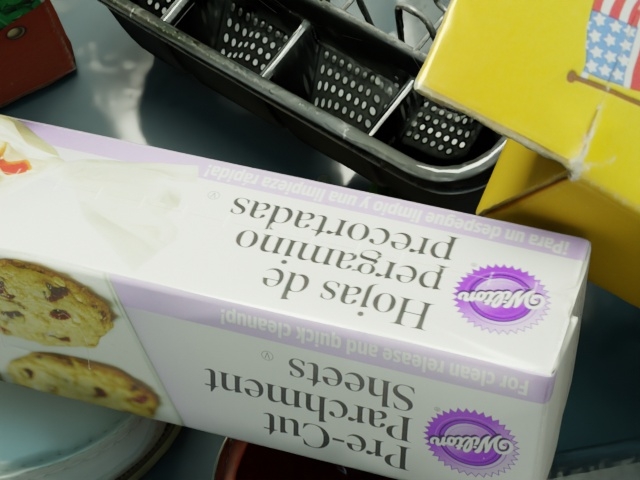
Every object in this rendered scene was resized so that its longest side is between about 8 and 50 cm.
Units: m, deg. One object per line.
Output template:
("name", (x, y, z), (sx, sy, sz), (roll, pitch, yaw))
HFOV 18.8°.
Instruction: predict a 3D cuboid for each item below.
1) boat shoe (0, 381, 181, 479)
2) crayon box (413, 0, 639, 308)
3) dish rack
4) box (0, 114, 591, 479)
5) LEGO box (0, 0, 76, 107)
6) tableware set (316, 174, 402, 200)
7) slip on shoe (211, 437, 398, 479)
("boat shoe", (-0.201, 0.061, 0.700), (0.302, 0.103, 0.113), (-8, 65, 2))
("crayon box", (0.191, -0.050, 0.645), (0.318, 0.081, 0.202), (29, 72, -11))
("dish rack", (0.059, -0.144, 0.749), (0.208, 0.074, 0.271), (32, 72, 27))
("box", (-0.078, 0.008, 0.625), (0.324, 0.067, 0.063), (13, 45, 11))
("LEGO box", (-0.307, -0.299, 0.713), (0.193, 0.372, 0.500), (-26, 68, -4))
("tableware set", (0.000, 0.000, 0.713), (0.154, 0.024, 0.104), (4, 40, 2))
("slip on shoe", (0.034, 0.191, 0.624), (0.123, 0.101, 0.331), (-16, 69, -2))
